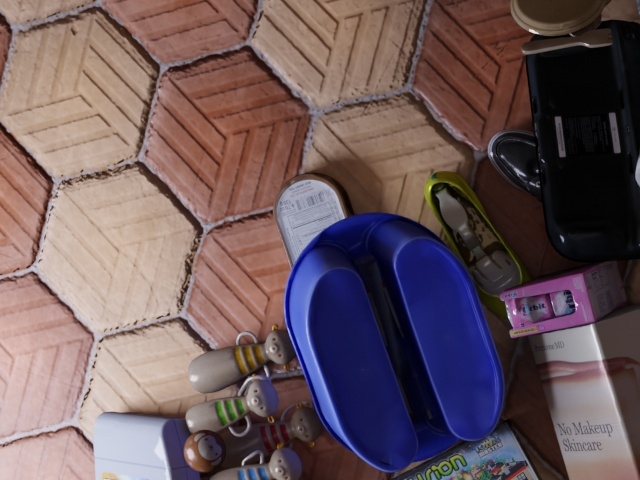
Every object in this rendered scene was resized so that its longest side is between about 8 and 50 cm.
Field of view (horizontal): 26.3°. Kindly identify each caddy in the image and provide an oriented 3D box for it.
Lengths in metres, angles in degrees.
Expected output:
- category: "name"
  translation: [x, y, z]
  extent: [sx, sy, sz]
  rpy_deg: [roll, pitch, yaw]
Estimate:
- category: "caddy"
  translation: [0.093, 0.133, 1.766]
  extent: [0.241, 0.179, 0.341]
  rpy_deg: [-19, 98, -5]

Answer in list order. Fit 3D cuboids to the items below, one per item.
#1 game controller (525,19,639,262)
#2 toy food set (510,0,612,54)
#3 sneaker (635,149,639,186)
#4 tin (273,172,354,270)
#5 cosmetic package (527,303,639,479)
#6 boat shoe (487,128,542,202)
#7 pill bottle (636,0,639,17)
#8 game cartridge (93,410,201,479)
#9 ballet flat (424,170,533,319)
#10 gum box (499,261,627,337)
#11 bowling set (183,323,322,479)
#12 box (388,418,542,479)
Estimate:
- category: "game controller"
  translation: [0.355, -0.130, 1.731]
  extent: [0.167, 0.067, 0.319]
  rpy_deg: [-6, 74, 7]
- category: "toy food set"
  translation: [0.312, -0.305, 1.762]
  extent: [0.133, 0.038, 0.192]
  rpy_deg: [-6, 54, 13]
- category: "sneaker"
  translation: [0.511, -0.056, 1.672]
  extent: [0.126, 0.321, 0.127]
  rpy_deg: [-16, 45, 43]
- category: "tin"
  translation: [0.000, 0.000, 1.857]
  extent: [0.106, 0.040, 0.189]
  rpy_deg: [-20, 87, 15]
- category: "cosmetic package"
  translation: [0.385, 0.236, 1.703]
  extent: [0.129, 0.153, 0.296]
  rpy_deg: [-14, 86, -27]
- category: "boat shoe"
  translation: [0.315, -0.069, 1.771]
  extent: [0.228, 0.076, 0.080]
  rpy_deg: [39, 98, 8]
- category: "pill bottle"
  translation: [0.452, -0.397, 1.697]
  extent: [0.162, 0.162, 0.278]
  rpy_deg: [-13, 88, 11]
- category: "game cartridge"
  translation: [-0.229, 0.383, 1.844]
  extent: [0.198, 0.062, 0.297]
  rpy_deg: [-4, 90, 53]
- category: "ballet flat"
  translation: [0.206, 0.010, 1.793]
  extent: [0.077, 0.077, 0.231]
  rpy_deg: [-33, 85, 9]
- category: "gum box"
  translation: [0.304, 0.071, 1.706]
  extent: [0.107, 0.188, 0.062]
  rpy_deg: [-15, 89, 25]
- category: "bowling set"
  translation: [-0.082, 0.268, 1.799]
  extent: [0.154, 0.200, 0.287]
  rpy_deg: [-20, 90, 9]
- category: "box"
  translation: [0.185, 0.335, 1.821]
  extent: [0.207, 0.036, 0.114]
  rpy_deg: [-30, 85, 10]
